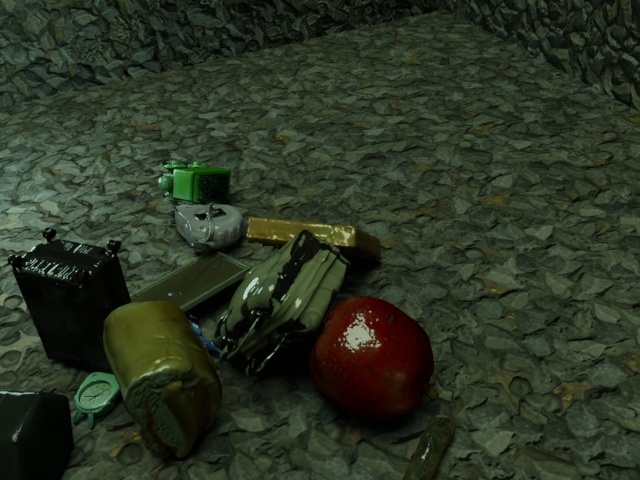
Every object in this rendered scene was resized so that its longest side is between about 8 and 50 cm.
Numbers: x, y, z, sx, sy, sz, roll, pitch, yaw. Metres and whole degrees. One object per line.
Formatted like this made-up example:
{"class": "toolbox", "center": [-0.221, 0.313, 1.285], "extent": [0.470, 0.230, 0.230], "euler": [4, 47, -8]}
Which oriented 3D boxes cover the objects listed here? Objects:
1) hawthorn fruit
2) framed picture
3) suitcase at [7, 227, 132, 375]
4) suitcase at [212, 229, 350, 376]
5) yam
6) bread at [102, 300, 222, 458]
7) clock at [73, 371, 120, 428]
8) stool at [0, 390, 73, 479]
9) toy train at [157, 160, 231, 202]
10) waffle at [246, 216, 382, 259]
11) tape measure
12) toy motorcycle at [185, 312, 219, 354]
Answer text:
{"class": "hawthorn fruit", "center": [0.126, 0.274, 1.366], "extent": [0.307, 0.265, 0.265], "euler": [33, 49, 10]}
{"class": "framed picture", "center": [-0.384, 0.132, 1.718], "extent": [0.335, 0.022, 0.247], "euler": [-31, 28, -28]}
{"class": "suitcase", "center": [-0.592, 0.157, 1.515], "extent": [0.229, 0.335, 0.152], "euler": [10, 37, 19]}
{"class": "suitcase", "center": [-0.115, 0.161, 1.449], "extent": [0.194, 0.351, 0.339], "euler": [39, 47, -7]}
{"class": "yam", "center": [0.207, 0.474, 1.249], "extent": [0.061, 0.061, 0.274], "euler": [17, 44, 25]}
{"class": "bread", "center": [-0.355, 0.281, 1.370], "extent": [0.210, 0.301, 0.341], "euler": [-21, 37, -21]}
{"class": "clock", "center": [-0.539, 0.381, 1.463], "extent": [0.101, 0.041, 0.135], "euler": [9, 42, 16]}
{"class": "stool", "center": [-0.633, 0.426, 1.281], "extent": [0.141, 0.232, 0.232], "euler": [-1, 39, 6]}
{"class": "toy train", "center": [-0.414, -0.195, 2.047], "extent": [0.188, 0.133, 0.243], "euler": [12, 14, 31]}
{"class": "waffle", "center": [0.000, 0.001, 1.688], "extent": [0.304, 0.078, 0.348], "euler": [4, -4, 18]}
{"class": "tape measure", "center": [-0.340, -0.047, 1.913], "extent": [0.197, 0.120, 0.236], "euler": [-14, 32, -26]}
{"class": "toy motorcycle", "center": [-0.352, 0.250, 1.586], "extent": [0.114, 0.076, 0.205], "euler": [-22, 42, -30]}
